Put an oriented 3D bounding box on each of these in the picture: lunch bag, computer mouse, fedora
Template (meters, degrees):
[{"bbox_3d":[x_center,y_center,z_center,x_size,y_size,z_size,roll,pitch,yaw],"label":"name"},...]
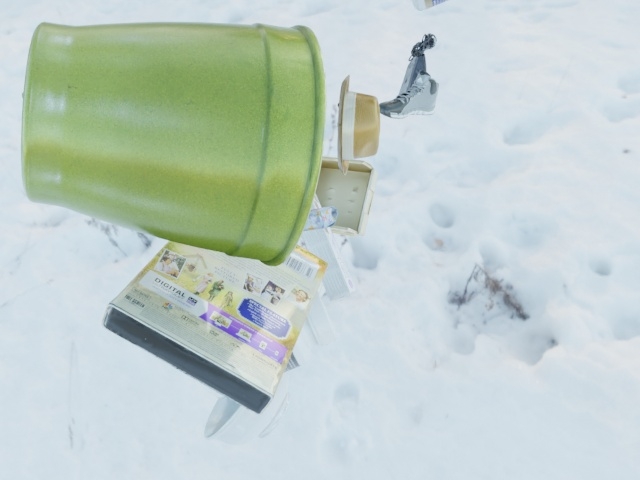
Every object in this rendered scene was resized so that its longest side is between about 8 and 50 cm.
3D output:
[{"bbox_3d":[-0.003,-0.054,1.392,0.071,0.053,0.083,-8,14,29],"label":"lunch bag"},{"bbox_3d":[0.346,-0.582,2.016,0.072,0.188,0.272,18,91,-11],"label":"computer mouse"},{"bbox_3d":[0.076,-0.222,1.104,0.079,0.194,0.194,3,51,6],"label":"fedora"}]

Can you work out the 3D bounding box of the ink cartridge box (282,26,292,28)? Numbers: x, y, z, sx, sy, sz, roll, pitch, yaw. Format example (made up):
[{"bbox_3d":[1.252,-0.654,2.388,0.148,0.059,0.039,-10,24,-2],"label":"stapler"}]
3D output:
[{"bbox_3d":[-0.121,-0.482,1.468,0.198,0.067,0.115,4,75,25],"label":"ink cartridge box"}]

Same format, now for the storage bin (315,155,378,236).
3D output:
[{"bbox_3d":[0.054,-0.163,2.097,0.260,0.123,0.262,10,82,26],"label":"storage bin"}]

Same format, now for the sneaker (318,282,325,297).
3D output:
[{"bbox_3d":[-0.052,0.154,1.776,0.106,0.123,0.290,3,40,25],"label":"sneaker"}]

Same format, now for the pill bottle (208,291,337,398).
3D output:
[{"bbox_3d":[-0.129,0.239,1.363,0.318,0.176,0.176,-22,49,-1],"label":"pill bottle"}]

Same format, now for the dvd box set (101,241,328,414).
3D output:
[{"bbox_3d":[-0.170,0.095,1.091,0.307,0.062,0.420,30,32,-4],"label":"dvd box set"}]

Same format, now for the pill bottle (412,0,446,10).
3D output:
[{"bbox_3d":[0.274,-0.532,1.011,0.264,0.153,0.153,-18,47,14],"label":"pill bottle"}]

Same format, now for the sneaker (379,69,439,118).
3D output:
[{"bbox_3d":[0.264,-0.437,1.670,0.228,0.132,0.086,-16,43,-37],"label":"sneaker"}]

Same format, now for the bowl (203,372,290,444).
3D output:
[{"bbox_3d":[-0.174,0.437,1.539,0.134,0.298,0.298,38,58,-11],"label":"bowl"}]

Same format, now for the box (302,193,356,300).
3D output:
[{"bbox_3d":[0.000,0.000,1.513,0.067,0.063,0.324,-26,83,17],"label":"box"}]

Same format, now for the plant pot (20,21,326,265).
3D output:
[{"bbox_3d":[-0.222,-0.158,0.817,0.353,0.366,0.366,5,44,-22],"label":"plant pot"}]
